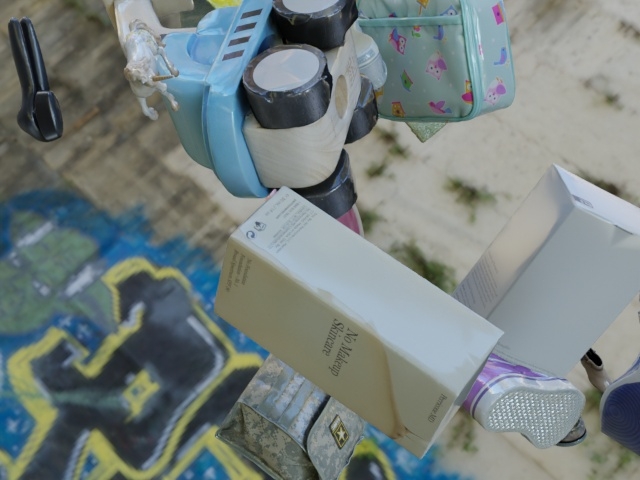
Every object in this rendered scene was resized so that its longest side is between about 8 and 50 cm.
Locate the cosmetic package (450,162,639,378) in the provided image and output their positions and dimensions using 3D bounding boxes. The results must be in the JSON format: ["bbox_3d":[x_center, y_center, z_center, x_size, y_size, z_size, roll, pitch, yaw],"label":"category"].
[{"bbox_3d":[0.394,0.084,1.930,0.217,0.385,0.156,26,24,-21],"label":"cosmetic package"}]

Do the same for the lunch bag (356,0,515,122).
[{"bbox_3d":[0.166,-0.300,1.712,0.279,0.108,0.224,11,-62,52],"label":"lunch bag"}]

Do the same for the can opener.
[{"bbox_3d":[-0.412,-0.231,1.592,0.059,0.073,0.186,-16,94,-71],"label":"can opener"}]

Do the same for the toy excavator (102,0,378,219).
[{"bbox_3d":[-0.150,-0.249,1.517,0.445,0.433,0.222,3,-41,17],"label":"toy excavator"}]

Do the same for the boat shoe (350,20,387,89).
[{"bbox_3d":[0.047,-0.284,1.710,0.081,0.079,0.227,62,-1,-26],"label":"boat shoe"}]

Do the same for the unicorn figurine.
[{"bbox_3d":[-0.198,-0.193,1.270,0.162,0.060,0.111,61,2,34],"label":"unicorn figurine"}]

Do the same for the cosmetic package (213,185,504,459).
[{"bbox_3d":[0.036,0.094,1.275,0.309,0.113,0.160,34,-38,15],"label":"cosmetic package"}]

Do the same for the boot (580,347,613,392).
[{"bbox_3d":[0.603,0.281,2.401,0.118,0.042,0.087,47,-11,19],"label":"boot"}]

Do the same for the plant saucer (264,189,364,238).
[{"bbox_3d":[0.000,0.000,2.283,0.084,0.332,0.332,-9,-49,30],"label":"plant saucer"}]

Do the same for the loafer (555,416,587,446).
[{"bbox_3d":[0.397,0.289,2.050,0.267,0.096,0.084,-137,-151,-62],"label":"loafer"}]

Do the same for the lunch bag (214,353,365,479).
[{"bbox_3d":[-0.047,0.405,2.437,0.287,0.235,0.169,35,-52,2],"label":"lunch bag"}]

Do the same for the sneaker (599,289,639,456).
[{"bbox_3d":[0.501,0.145,1.483,0.127,0.182,0.315,36,-48,36],"label":"sneaker"}]

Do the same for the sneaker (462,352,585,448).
[{"bbox_3d":[0.253,0.194,1.522,0.161,0.102,0.282,39,8,40],"label":"sneaker"}]

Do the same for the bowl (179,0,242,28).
[{"bbox_3d":[-0.122,-0.349,2.018,0.289,0.156,0.289,50,-22,30],"label":"bowl"}]

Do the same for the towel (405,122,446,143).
[{"bbox_3d":[0.239,-0.290,2.377,0.110,0.148,0.027,46,-12,-2],"label":"towel"}]
